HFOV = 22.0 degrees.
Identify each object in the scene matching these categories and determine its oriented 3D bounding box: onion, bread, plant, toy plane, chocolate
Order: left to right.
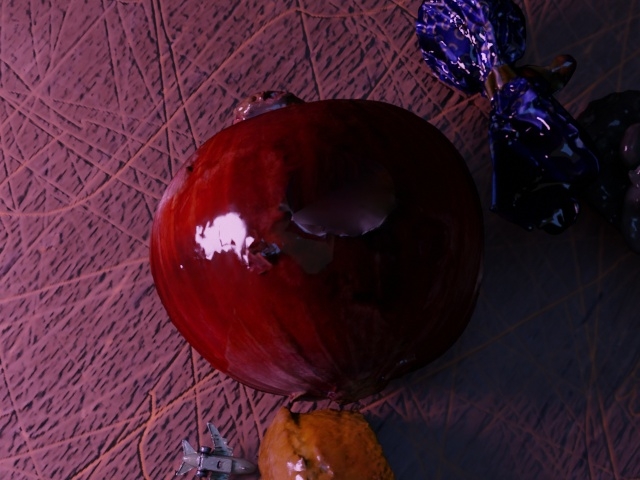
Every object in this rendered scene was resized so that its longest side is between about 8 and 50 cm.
[{"bbox_3d":[-0.107,0.230,1.698,0.083,0.033,0.080,8,84,2],"label":"toy plane"},{"bbox_3d":[-0.002,0.008,1.635,0.341,0.341,0.341,0,73,0],"label":"onion"},{"bbox_3d":[0.020,0.272,1.634,0.129,0.134,0.260,-17,74,-7],"label":"bread"},{"bbox_3d":[0.201,-0.142,1.693,0.148,0.126,0.343,-26,44,5],"label":"chocolate"},{"bbox_3d":[0.336,-0.066,1.665,0.146,0.274,0.149,30,98,-17],"label":"plant"}]
